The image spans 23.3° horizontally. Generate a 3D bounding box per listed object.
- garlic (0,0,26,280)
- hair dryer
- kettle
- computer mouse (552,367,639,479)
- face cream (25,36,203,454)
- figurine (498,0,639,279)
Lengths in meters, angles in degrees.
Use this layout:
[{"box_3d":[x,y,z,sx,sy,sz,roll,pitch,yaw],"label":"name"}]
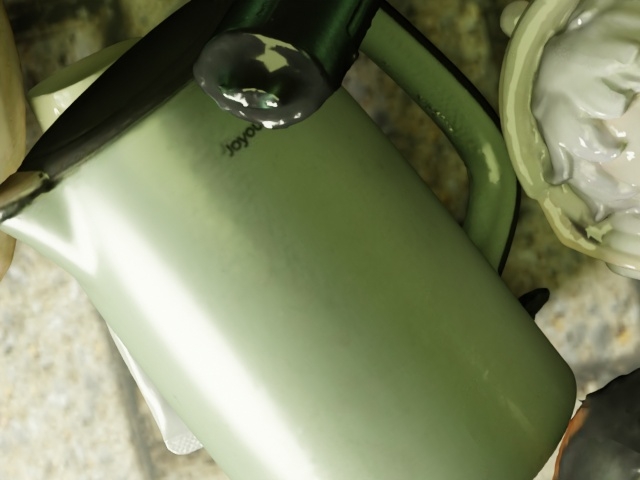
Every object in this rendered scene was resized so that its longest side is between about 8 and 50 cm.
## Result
[{"box_3d":[-0.227,-0.071,0.803,0.145,0.164,0.245,-21,95,-14],"label":"garlic"},{"box_3d":[-0.030,-0.151,0.668,0.244,0.302,0.116,12,127,10],"label":"hair dryer"},{"box_3d":[0.000,0.000,0.746,0.240,0.165,0.255,-45,105,-25],"label":"kettle"},{"box_3d":[0.177,0.180,0.726,0.183,0.116,0.323,12,116,-4],"label":"computer mouse"},{"box_3d":[-0.078,0.006,0.836,0.114,0.070,0.224,-21,108,16],"label":"face cream"},{"box_3d":[0.184,-0.045,0.715,0.237,0.141,0.162,38,100,4],"label":"figurine"}]
